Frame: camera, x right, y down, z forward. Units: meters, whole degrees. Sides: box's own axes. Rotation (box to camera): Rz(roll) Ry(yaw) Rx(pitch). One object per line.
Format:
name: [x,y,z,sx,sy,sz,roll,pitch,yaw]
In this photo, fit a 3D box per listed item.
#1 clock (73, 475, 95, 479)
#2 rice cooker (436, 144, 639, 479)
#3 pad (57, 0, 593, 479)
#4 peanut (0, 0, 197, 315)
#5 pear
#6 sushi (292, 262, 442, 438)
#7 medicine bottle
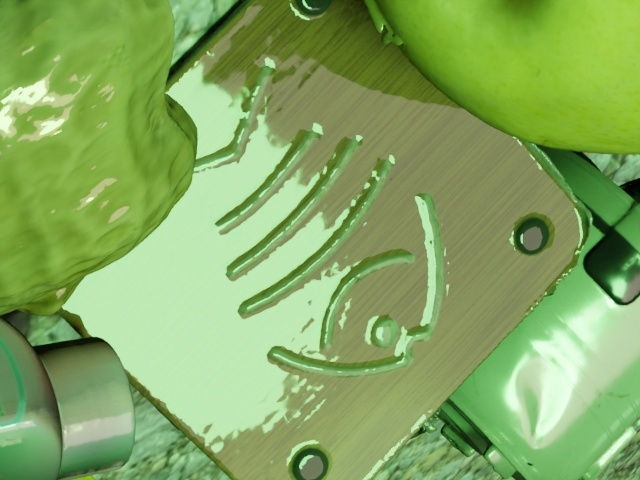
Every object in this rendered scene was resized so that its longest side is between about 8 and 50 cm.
clock: [-0.252,0.245,1.172,0.277,0.071,0.293,-13,133,-46]
rice cooker: [0.169,0.050,1.366,0.244,0.226,0.226,-49,150,-5]
pad: [0.000,0.000,1.127,0.286,0.018,0.284,-46,114,-6]
peanut: [-0.151,-0.042,0.950,0.196,0.110,0.233,-39,146,-18]
pear: [0.178,-0.192,1.033,0.309,0.309,0.309,-33,146,-26]
sushi: [0.004,0.057,1.239,0.126,0.136,0.225,-32,138,-30]
medicine bottle: [-0.204,0.107,1.020,0.188,0.094,0.119,-8,139,-31]
